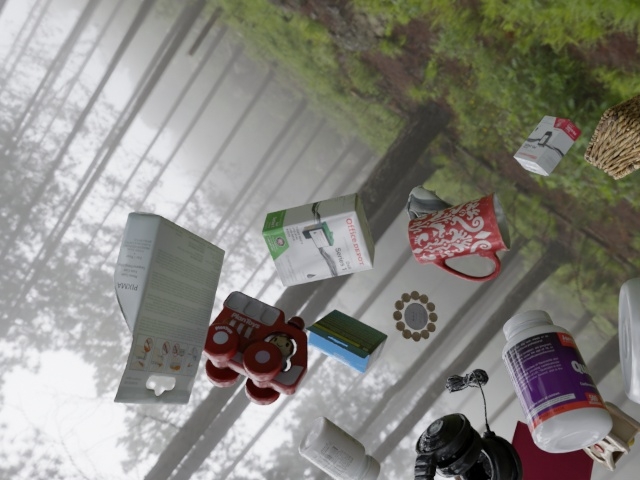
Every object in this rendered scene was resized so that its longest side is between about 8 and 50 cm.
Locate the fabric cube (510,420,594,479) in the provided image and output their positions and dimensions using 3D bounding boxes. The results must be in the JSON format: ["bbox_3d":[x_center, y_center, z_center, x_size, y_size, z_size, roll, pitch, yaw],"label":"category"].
[{"bbox_3d":[0.717,0.794,1.990,0.259,0.258,0.254,15,-137,25],"label":"fabric cube"}]

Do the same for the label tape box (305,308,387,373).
[{"bbox_3d":[0.086,0.381,2.272,0.241,0.105,0.334,25,-166,17],"label":"label tape box"}]

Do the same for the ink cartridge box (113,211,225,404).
[{"bbox_3d":[-0.351,0.163,1.367,0.091,0.384,0.308,8,167,19],"label":"ink cartridge box"}]

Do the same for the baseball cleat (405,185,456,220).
[{"bbox_3d":[0.285,-0.046,1.445,0.206,0.109,0.072,27,168,-15],"label":"baseball cleat"}]

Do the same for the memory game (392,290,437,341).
[{"bbox_3d":[0.341,0.273,2.215,0.186,0.186,0.012,34,157,-11],"label":"memory game"}]

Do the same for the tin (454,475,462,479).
[{"bbox_3d":[0.396,0.635,1.629,0.106,0.040,0.189,33,-178,-1],"label":"tin"}]

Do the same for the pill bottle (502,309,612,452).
[{"bbox_3d":[0.561,0.335,1.503,0.182,0.181,0.322,27,-143,-35],"label":"pill bottle"}]

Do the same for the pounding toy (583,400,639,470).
[{"bbox_3d":[0.709,0.532,1.584,0.154,0.155,0.269,46,163,15],"label":"pounding toy"}]

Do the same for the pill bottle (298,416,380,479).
[{"bbox_3d":[0.061,0.642,1.834,0.229,0.131,0.131,39,-165,-10],"label":"pill bottle"}]

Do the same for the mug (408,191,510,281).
[{"bbox_3d":[0.261,-0.001,1.161,0.113,0.170,0.150,45,-141,-48],"label":"mug"}]

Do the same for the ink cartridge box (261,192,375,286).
[{"bbox_3d":[0.000,0.000,1.398,0.092,0.220,0.160,-80,-26,-59],"label":"ink cartridge box"}]

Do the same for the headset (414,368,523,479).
[{"bbox_3d":[0.305,0.465,1.334,0.244,0.185,0.394,33,-124,-20],"label":"headset"}]

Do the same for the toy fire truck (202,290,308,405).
[{"bbox_3d":[-0.166,0.273,1.641,0.302,0.169,0.253,20,-130,15],"label":"toy fire truck"}]

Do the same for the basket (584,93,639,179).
[{"bbox_3d":[0.952,-0.279,1.790,0.299,0.213,0.223,-26,-129,-34],"label":"basket"}]

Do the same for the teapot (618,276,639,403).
[{"bbox_3d":[0.650,0.178,1.109,0.187,0.255,0.252,-2,-170,20],"label":"teapot"}]

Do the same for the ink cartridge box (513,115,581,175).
[{"bbox_3d":[0.630,-0.265,1.713,0.063,0.150,0.109,35,-176,-24],"label":"ink cartridge box"}]
